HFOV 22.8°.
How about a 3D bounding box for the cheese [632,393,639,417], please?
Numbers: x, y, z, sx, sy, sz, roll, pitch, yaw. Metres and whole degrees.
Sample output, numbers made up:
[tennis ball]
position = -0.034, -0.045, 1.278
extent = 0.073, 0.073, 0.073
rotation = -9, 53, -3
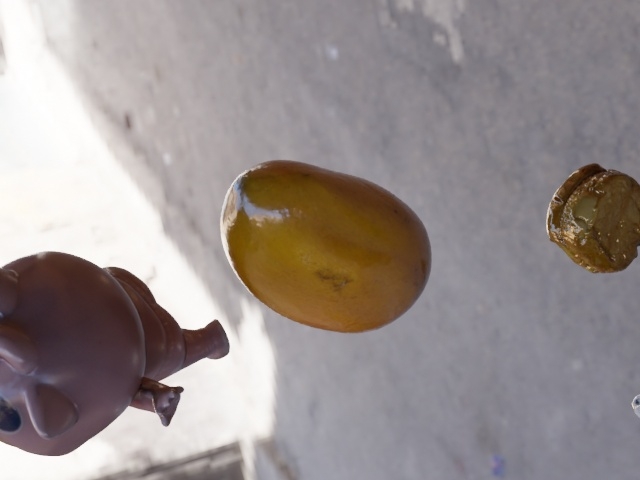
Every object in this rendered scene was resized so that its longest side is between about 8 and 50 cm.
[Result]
[cheese]
position = 0.419, 0.144, 1.643
extent = 0.127, 0.050, 0.235
rotation = 42, 137, -10

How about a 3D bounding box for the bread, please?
[bread]
position = 0.205, -0.015, 1.158
extent = 0.046, 0.083, 0.081
rotation = 15, 103, 59

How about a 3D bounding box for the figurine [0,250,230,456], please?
[figurine]
position = -0.197, 0.094, 1.269
extent = 0.176, 0.186, 0.287
rotation = 55, -161, 3

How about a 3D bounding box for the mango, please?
[mango]
position = 0.000, 0.000, 1.273
extent = 0.219, 0.145, 0.112
rotation = 37, -142, -46
